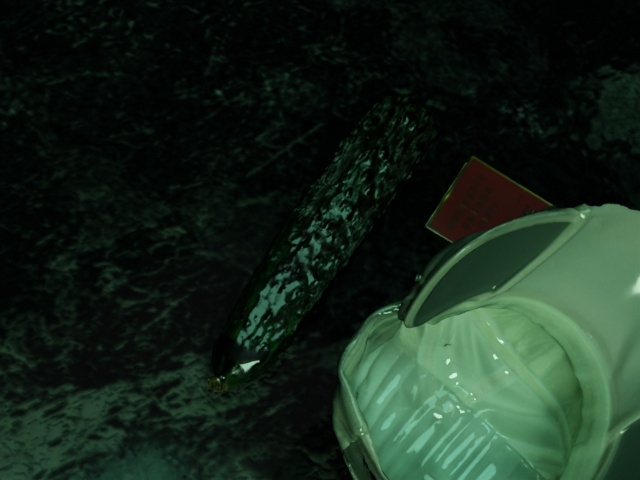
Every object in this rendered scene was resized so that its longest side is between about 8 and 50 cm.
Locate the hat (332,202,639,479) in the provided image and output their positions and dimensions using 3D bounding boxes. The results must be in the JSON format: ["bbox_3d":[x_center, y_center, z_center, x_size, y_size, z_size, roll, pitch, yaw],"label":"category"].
[{"bbox_3d":[0.141,0.090,0.895,0.232,0.275,0.161,46,16,-8],"label":"hat"}]

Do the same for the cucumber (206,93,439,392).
[{"bbox_3d":[0.000,0.000,1.012,0.067,0.067,0.293,32,58,5],"label":"cucumber"}]

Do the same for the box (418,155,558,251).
[{"bbox_3d":[0.156,-0.002,1.079,0.133,0.023,0.090,33,60,6],"label":"box"}]
